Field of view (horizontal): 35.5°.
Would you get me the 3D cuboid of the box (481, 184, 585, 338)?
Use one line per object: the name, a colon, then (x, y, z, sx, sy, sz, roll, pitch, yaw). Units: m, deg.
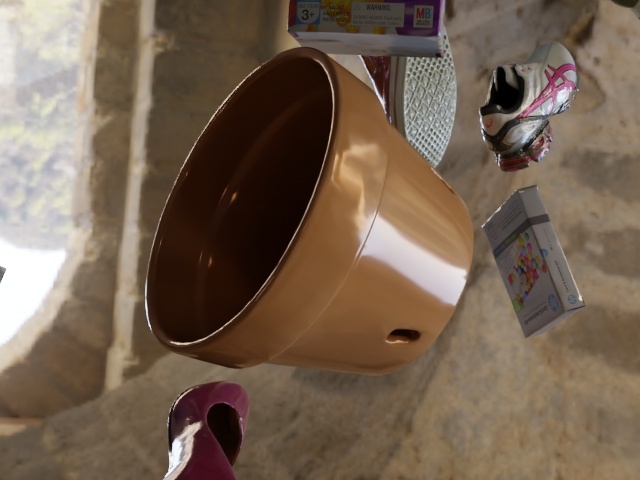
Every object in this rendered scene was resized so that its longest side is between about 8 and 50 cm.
box: (0.304, 0.033, 1.446, 0.038, 0.186, 0.145, -15, 164, -17)

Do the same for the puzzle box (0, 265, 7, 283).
puzzle box: (-0.550, -0.010, 1.152, 0.272, 0.052, 0.409, 27, 167, -31)

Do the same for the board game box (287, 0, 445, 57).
board game box: (0.054, -0.324, 0.957, 0.144, 0.275, 0.142, 3, -178, 8)

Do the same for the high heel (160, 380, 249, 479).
high heel: (-0.107, 0.262, 1.187, 0.181, 0.127, 0.377, -10, -163, 19)

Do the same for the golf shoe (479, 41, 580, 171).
golf shoe: (0.218, -0.159, 1.040, 0.067, 0.086, 0.186, -10, -143, 39)

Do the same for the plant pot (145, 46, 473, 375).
plant pot: (0.000, 0.000, 0.921, 0.203, 0.291, 0.291, 28, 172, -29)

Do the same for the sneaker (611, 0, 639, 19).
sneaker: (0.350, -0.339, 1.105, 0.086, 0.192, 0.064, 26, 157, -6)

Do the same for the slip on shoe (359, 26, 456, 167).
slip on shoe: (0.105, -0.249, 1.350, 0.123, 0.331, 0.101, -19, -168, -41)
